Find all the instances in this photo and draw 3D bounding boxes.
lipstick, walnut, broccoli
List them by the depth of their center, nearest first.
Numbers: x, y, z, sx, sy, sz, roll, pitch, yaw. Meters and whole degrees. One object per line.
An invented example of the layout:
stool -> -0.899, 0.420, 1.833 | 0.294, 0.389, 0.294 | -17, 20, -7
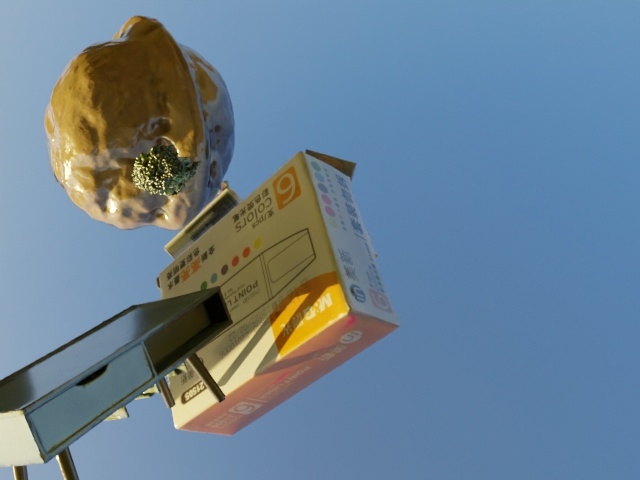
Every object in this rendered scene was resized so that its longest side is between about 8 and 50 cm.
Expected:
broccoli -> -0.232, -0.104, 0.929 | 0.095, 0.092, 0.097 | 45, -62, 18
lipstick -> -0.181, -0.024, 0.978 | 0.141, 0.040, 0.040 | -44, -120, -8
walnut -> -0.337, -0.202, 1.187 | 0.383, 0.384, 0.384 | -5, -123, 8

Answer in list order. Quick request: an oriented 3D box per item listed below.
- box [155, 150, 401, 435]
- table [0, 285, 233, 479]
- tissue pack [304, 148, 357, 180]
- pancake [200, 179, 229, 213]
box -> -0.062, 0.063, 0.703 | 0.273, 0.091, 0.221 | -39, -130, 24
table -> -0.180, 0.140, 0.543 | 0.121, 0.111, 0.240 | -14, -170, 28
tissue pack -> 0.001, -0.099, 1.192 | 0.108, 0.060, 0.148 | 18, -129, 1
pancake -> -0.289, -0.102, 1.709 | 0.057, 0.266, 0.245 | 12, -138, -25
